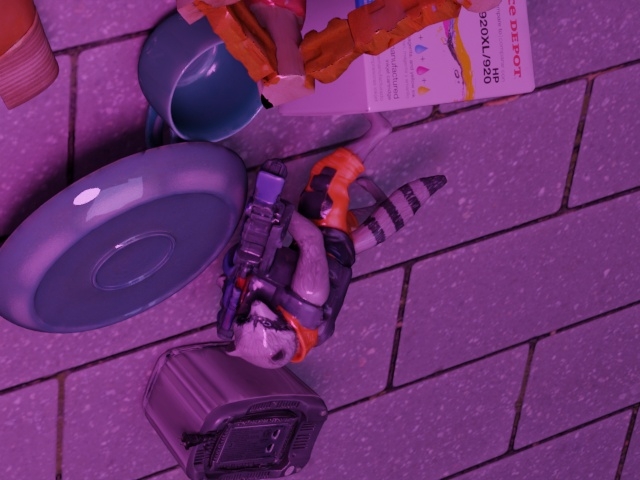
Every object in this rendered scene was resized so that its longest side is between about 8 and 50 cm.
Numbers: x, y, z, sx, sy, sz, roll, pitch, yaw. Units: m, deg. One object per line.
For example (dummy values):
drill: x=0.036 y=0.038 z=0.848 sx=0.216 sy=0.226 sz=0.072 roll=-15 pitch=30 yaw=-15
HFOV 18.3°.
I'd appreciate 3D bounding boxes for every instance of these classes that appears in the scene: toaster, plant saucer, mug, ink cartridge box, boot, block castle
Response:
toaster: x=-0.115 y=0.208 z=2.415 sx=0.227 sy=0.146 sz=0.129 roll=-2 pitch=124 yaw=-40
plant saucer: x=-0.211 y=0.010 z=2.166 sx=0.317 sy=0.044 sz=0.317 roll=-27 pitch=156 yaw=-13
mug: x=-0.139 y=-0.174 z=2.107 sx=0.157 sy=0.097 sz=0.129 roll=-35 pitch=140 yaw=-10
ink cartridge box: x=0.088 y=-0.229 z=2.152 sx=0.232 sy=0.168 sz=0.171 roll=-9 pitch=97 yaw=-35
boot: x=-0.402 y=-0.174 z=1.885 sx=0.283 sy=0.109 sz=0.220 roll=-31 pitch=133 yaw=-4
block castle: x=-0.042 y=-0.355 z=1.783 sx=0.303 sy=0.213 sz=0.453 roll=-26 pitch=139 yaw=16

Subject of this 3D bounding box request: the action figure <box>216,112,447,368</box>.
action figure: x=0.000 y=0.000 z=2.225 sx=0.330 sy=0.178 sz=0.341 roll=-59 pitch=174 yaw=-26
